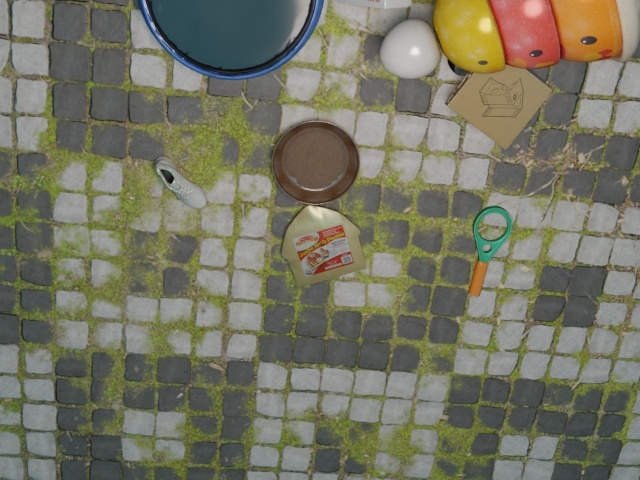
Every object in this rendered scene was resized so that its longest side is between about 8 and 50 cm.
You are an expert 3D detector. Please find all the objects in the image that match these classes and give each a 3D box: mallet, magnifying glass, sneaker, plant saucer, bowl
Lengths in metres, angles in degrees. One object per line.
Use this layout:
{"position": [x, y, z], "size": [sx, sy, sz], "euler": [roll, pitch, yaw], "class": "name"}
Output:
{"position": [0.342, -0.327, 1.800], "size": [0.039, 0.062, 0.189], "euler": [-35, 111, 13], "class": "mallet"}
{"position": [0.396, 0.027, 1.974], "size": [0.092, 0.026, 0.231], "euler": [8, 113, -7], "class": "magnifying glass"}
{"position": [-0.318, -0.121, 1.854], "size": [0.054, 0.061, 0.152], "euler": [-42, 110, 12], "class": "sneaker"}
{"position": [-0.011, -0.178, 1.859], "size": [0.199, 0.036, 0.198], "euler": [-1, 112, -3], "class": "plant saucer"}
{"position": [-0.183, -0.519, 1.683], "size": [0.391, 0.077, 0.391], "euler": [-1, 113, -3], "class": "bowl"}

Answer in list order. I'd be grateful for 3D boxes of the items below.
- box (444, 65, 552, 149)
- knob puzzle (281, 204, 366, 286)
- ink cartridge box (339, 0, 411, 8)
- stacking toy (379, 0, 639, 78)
{"position": [0.390, -0.313, 1.797], "size": [0.201, 0.021, 0.164], "euler": [29, 106, -31], "class": "box"}
{"position": [0.000, 0.000, 1.938], "size": [0.213, 0.030, 0.213], "euler": [-1, 114, -2], "class": "knob puzzle"}
{"position": [0.110, -0.565, 1.638], "size": [0.082, 0.140, 0.190], "euler": [-19, 118, -38], "class": "ink cartridge box"}
{"position": [0.345, -0.439, 1.619], "size": [0.480, 0.350, 0.350], "euler": [-21, 113, 13], "class": "stacking toy"}
